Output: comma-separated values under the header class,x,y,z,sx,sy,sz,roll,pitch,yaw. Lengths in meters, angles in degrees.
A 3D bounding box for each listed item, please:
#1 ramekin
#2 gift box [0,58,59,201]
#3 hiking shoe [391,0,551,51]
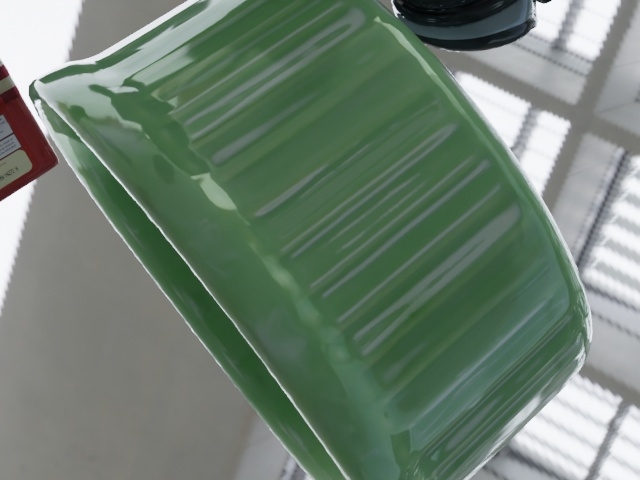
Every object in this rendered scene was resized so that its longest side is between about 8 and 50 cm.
class,x,y,z,sx,sy,sz,roll,pitch,yaw
ramekin,0.000,0.000,0.754,0.148,0.303,0.303,-38,-102,-9
gift box,-0.430,-0.113,1.413,0.258,0.255,0.276,33,-31,57
hiking shoe,0.116,-0.243,0.734,0.113,0.132,0.304,13,-115,35
